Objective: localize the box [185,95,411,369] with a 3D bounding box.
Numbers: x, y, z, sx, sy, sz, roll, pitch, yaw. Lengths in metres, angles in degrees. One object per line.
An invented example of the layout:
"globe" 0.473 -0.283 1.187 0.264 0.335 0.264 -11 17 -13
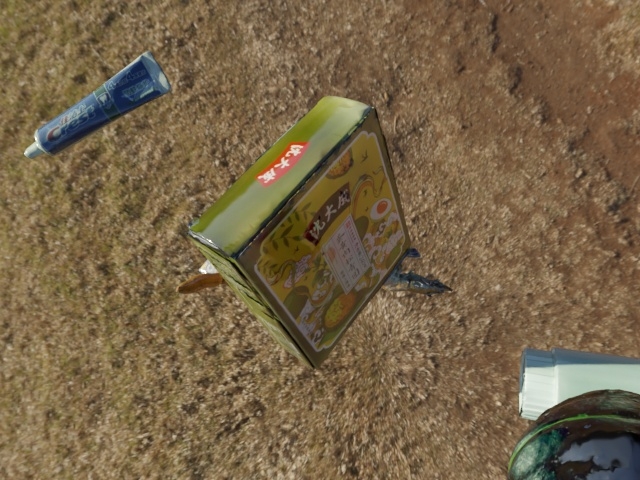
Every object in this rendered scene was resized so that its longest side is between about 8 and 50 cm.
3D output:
"box" 0.000 0.000 0.879 0.138 0.420 0.373 27 65 37

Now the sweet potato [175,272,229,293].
"sweet potato" -0.246 0.092 0.984 0.044 0.179 0.044 3 96 35

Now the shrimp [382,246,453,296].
"shrimp" 0.337 0.110 1.548 0.295 0.058 0.169 8 110 -11

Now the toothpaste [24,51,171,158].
"toothpaste" -0.275 -0.155 0.537 0.197 0.035 0.057 -31 87 3

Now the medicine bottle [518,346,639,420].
"medicine bottle" 0.556 0.299 0.851 0.317 0.158 0.158 5 76 21

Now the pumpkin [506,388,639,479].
"pumpkin" 0.336 0.321 0.461 0.315 0.315 0.238 51 124 16

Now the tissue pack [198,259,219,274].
"tissue pack" -0.264 0.064 1.135 0.063 0.035 0.083 37 87 33
